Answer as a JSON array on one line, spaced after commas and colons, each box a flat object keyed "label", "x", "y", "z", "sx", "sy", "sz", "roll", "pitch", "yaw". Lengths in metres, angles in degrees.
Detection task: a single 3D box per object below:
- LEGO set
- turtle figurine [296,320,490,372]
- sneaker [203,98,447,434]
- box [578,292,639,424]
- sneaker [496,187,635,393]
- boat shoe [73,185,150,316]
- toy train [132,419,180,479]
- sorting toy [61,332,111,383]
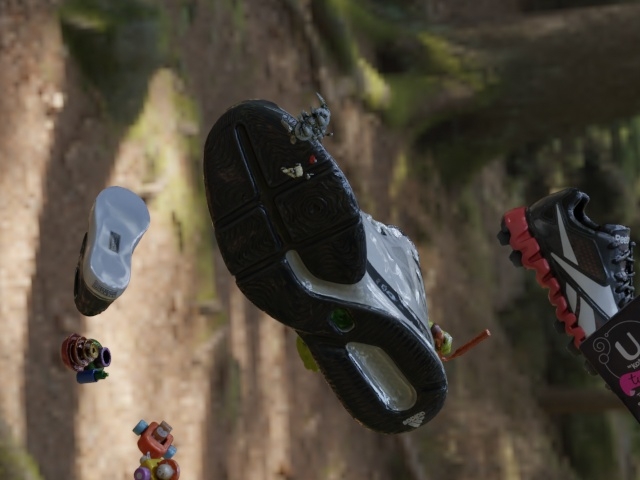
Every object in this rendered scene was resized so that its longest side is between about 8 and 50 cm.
[{"label": "LEGO set", "x": -0.010, "y": -0.097, "z": 1.698, "sx": 0.023, "sy": 0.054, "sz": 0.083, "roll": -150, "pitch": -123, "yaw": -63}, {"label": "turtle figurine", "x": 0.075, "y": 0.127, "z": 2.409, "sx": 0.217, "sy": 0.269, "sz": 0.087, "roll": 4, "pitch": 79, "yaw": -64}, {"label": "sneaker", "x": -0.001, "y": 0.001, "z": 2.142, "sx": 0.447, "sy": 0.169, "sz": 0.257, "roll": 60, "pitch": 11, "yaw": -22}, {"label": "box", "x": 0.413, "y": 0.079, "z": 1.829, "sx": 0.142, "sy": 0.247, "sz": 0.163, "roll": 53, "pitch": 17, "yaw": 15}, {"label": "sneaker", "x": 0.332, "y": 0.054, "z": 2.136, "sx": 0.276, "sy": 0.135, "sz": 0.097, "roll": 59, "pitch": 20, "yaw": 14}, {"label": "boat shoe", "x": -0.273, "y": 0.017, "z": 2.289, "sx": 0.076, "sy": 0.080, "sz": 0.228, "roll": -51, "pitch": -158, "yaw": 29}, {"label": "toy train", "x": -0.155, "y": 0.272, "z": 2.097, "sx": 0.166, "sy": 0.046, "sz": 0.125, "roll": 42, "pitch": 19, "yaw": 0}, {"label": "sorting toy", "x": -0.286, "y": 0.149, "z": 2.261, "sx": 0.102, "sy": 0.042, "sz": 0.061, "roll": 23, "pitch": 63, "yaw": -65}]
